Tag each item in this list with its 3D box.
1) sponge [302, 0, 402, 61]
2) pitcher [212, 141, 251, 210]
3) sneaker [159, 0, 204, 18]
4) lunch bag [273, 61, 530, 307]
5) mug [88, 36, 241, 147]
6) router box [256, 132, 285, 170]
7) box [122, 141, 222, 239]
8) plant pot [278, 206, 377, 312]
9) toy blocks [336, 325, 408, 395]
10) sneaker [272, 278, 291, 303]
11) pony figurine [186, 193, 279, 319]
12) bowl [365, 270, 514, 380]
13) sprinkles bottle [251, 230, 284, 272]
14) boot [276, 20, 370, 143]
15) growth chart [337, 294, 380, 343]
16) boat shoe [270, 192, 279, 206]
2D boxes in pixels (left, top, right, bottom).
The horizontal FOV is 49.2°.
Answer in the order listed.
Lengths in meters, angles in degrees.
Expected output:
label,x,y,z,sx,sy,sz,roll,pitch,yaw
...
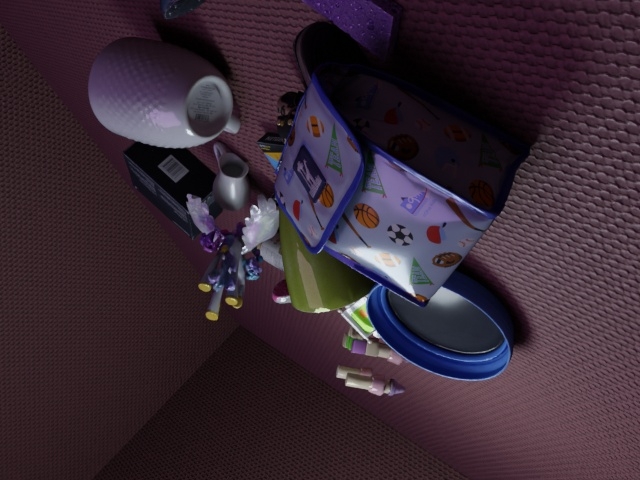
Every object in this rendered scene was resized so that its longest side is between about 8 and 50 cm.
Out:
label,x,y,z,sx,sy,sz,roll,pitch,yaw
sponge,0.046,-0.413,1.213,0.210,0.031,0.117,39,161,13
pitcher,-0.300,-0.207,2.282,0.177,0.126,0.207,58,158,26
sneaker,-0.297,-0.585,1.479,0.131,0.112,0.319,62,157,-2
lunch bag,0.109,-0.102,1.256,0.386,0.239,0.327,32,142,3
mug,-0.375,-0.371,1.882,0.328,0.276,0.374,20,-179,36
router box,-0.081,-0.221,1.875,0.179,0.046,0.133,17,148,54
box,-0.554,-0.217,2.664,0.343,0.179,0.312,42,161,6
plant pot,0.000,0.000,1.920,0.275,0.275,0.293,15,130,55
toy blocks,0.219,0.348,2.311,0.260,0.308,0.288,11,175,-5
sneaker,-0.061,0.194,2.412,0.103,0.252,0.111,34,120,43
pony figurine,-0.291,0.030,2.250,0.303,0.363,0.351,8,145,6
bowl,0.308,0.209,1.796,0.391,0.077,0.391,22,144,17
sprinkles bottle,-0.108,0.055,2.415,0.355,0.121,0.121,29,157,37
boot,0.003,-0.277,1.453,0.284,0.138,0.377,20,155,51
growth chart,0.163,0.195,2.110,0.172,0.021,0.237,39,119,4
boat shoe,-0.132,-0.133,2.187,0.046,0.038,0.125,47,161,-8
